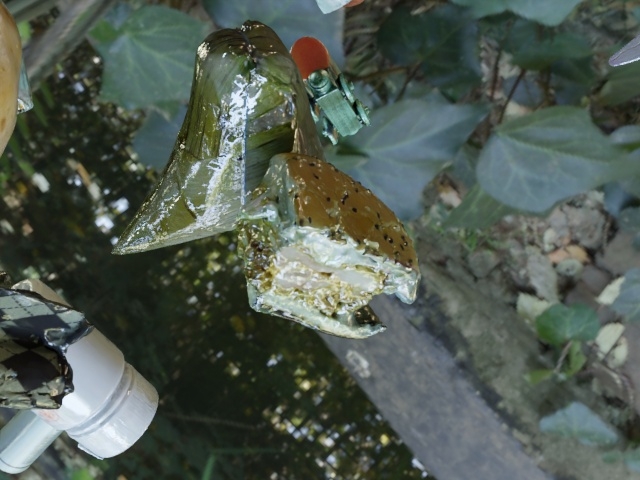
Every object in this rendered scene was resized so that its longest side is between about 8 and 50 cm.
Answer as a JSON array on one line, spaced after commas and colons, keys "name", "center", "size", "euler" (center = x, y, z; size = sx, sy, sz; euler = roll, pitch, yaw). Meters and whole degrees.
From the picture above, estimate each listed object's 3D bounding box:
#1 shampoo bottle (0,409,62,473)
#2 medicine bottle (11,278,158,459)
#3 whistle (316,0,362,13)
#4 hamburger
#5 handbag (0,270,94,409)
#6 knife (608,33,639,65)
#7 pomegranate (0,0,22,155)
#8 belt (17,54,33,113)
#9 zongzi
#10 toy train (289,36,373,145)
[{"name": "shampoo bottle", "center": [-0.499, 0.321, 1.596], "size": [0.085, 0.085, 0.262], "euler": [47, 118, 1]}, {"name": "medicine bottle", "center": [-0.349, 0.179, 1.218], "size": [0.144, 0.145, 0.252], "euler": [-1, 139, 52]}, {"name": "whistle", "center": [0.083, -0.472, 1.422], "size": [0.346, 0.142, 0.133], "euler": [-16, 139, 40]}, {"name": "hamburger", "center": [0.000, 0.000, 1.184], "size": [0.288, 0.192, 0.167], "euler": [23, 131, -40]}, {"name": "handbag", "center": [-0.430, 0.039, 0.817], "size": [0.316, 0.180, 0.416], "euler": [16, 180, -43]}, {"name": "knife", "center": [0.548, -0.344, 1.354], "size": [0.058, 0.244, 0.032], "euler": [50, -173, 33]}, {"name": "pomegranate", "center": [-0.570, -0.210, 1.119], "size": [0.411, 0.411, 0.412], "euler": [32, 146, 25]}, {"name": "belt", "center": [-0.739, -0.332, 1.869], "size": [0.207, 0.257, 0.150], "euler": [28, 135, 33]}, {"name": "zongzi", "center": [-0.182, -0.125, 1.261], "size": [0.323, 0.360, 0.160], "euler": [71, 180, -49]}, {"name": "toy train", "center": [0.016, -0.320, 1.887], "size": [0.177, 0.116, 0.285], "euler": [66, -170, 17]}]
